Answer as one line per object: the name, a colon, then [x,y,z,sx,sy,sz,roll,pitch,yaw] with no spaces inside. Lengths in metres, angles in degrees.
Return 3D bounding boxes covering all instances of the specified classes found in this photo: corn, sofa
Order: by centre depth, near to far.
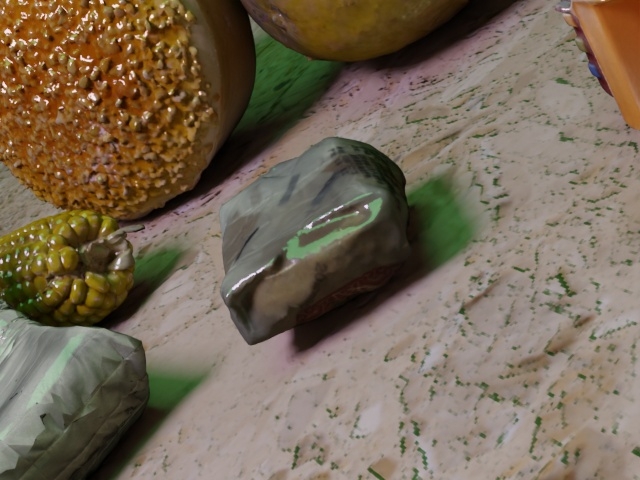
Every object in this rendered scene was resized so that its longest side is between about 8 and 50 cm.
sofa: [-0.257,0.105,0.788,0.210,0.176,0.225,-48,26,-23]
corn: [-0.270,0.050,1.000,0.310,0.101,0.101,-19,30,34]

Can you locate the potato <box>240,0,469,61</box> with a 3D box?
potato: [0.003,-0.322,1.047,0.296,0.290,0.397,-45,53,-11]

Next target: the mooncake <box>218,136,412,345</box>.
mooncake: [0.000,0.000,0.754,0.130,0.073,0.125,-33,28,14]

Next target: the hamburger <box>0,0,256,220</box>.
hamburger: [-0.199,-0.160,1.067,0.302,0.302,0.170,-14,22,41]

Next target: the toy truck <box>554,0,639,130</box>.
toy truck: [0.230,-0.113,0.608,0.135,0.114,0.270,-35,26,-8]
